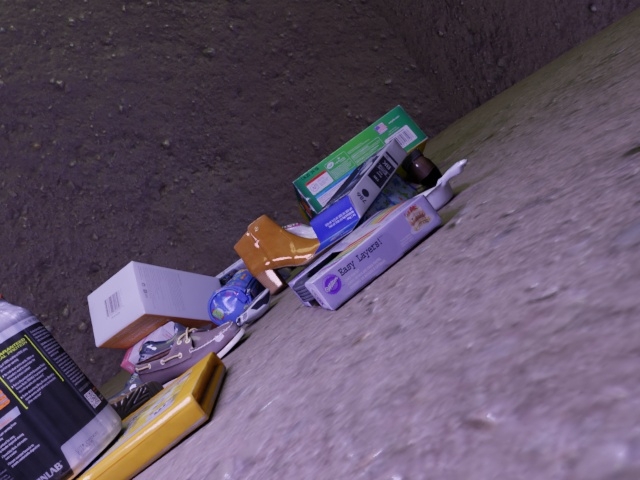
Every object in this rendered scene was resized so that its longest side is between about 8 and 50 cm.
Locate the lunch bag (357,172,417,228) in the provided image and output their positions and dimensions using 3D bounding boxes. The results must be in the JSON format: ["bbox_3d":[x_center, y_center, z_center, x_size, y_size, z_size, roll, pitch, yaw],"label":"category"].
[{"bbox_3d":[0.156,-0.080,1.451,0.151,0.096,0.129,-52,-1,40],"label":"lunch bag"}]

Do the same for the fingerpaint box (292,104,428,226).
[{"bbox_3d":[0.134,-0.219,2.012,0.444,0.163,0.371,-37,-13,-6],"label":"fingerpaint box"}]

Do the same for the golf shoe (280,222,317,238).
[{"bbox_3d":[0.000,0.000,1.767,0.306,0.140,0.115,-11,0,20],"label":"golf shoe"}]

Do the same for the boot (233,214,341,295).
[{"bbox_3d":[-0.098,-0.001,1.684,0.295,0.211,0.104,-37,-14,1],"label":"boot"}]

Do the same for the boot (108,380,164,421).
[{"bbox_3d":[-0.475,0.404,1.241,0.236,0.089,0.269,-23,-6,-45],"label":"boot"}]

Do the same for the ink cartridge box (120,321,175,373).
[{"bbox_3d":[-0.453,0.322,1.621,0.198,0.115,0.067,-35,26,25],"label":"ink cartridge box"}]

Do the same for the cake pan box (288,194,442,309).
[{"bbox_3d":[0.069,0.030,1.074,0.266,0.070,0.246,-38,3,-12],"label":"cake pan box"}]

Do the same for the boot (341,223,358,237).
[{"bbox_3d":[0.055,-0.037,1.565,0.137,0.077,0.198,-4,5,24],"label":"boot"}]

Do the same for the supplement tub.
[{"bbox_3d":[-0.487,0.242,0.910,0.193,0.316,0.193,-37,4,3],"label":"supplement tub"}]

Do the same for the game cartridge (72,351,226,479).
[{"bbox_3d":[-0.309,0.327,0.951,0.323,0.053,0.285,-36,4,-2],"label":"game cartridge"}]

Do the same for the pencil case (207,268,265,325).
[{"bbox_3d":[-0.237,0.164,1.690,0.133,0.119,0.306,-38,4,7],"label":"pencil case"}]

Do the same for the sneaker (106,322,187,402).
[{"bbox_3d":[-0.444,0.331,1.490,0.300,0.121,0.111,-37,4,-18],"label":"sneaker"}]

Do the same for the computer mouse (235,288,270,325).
[{"bbox_3d":[-0.177,0.193,1.453,0.106,0.042,0.193,-38,7,47],"label":"computer mouse"}]

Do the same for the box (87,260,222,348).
[{"bbox_3d":[-0.473,0.209,1.716,0.215,0.168,0.345,-34,-28,24],"label":"box"}]

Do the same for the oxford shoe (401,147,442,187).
[{"bbox_3d":[0.286,-0.175,1.558,0.083,0.096,0.227,-49,-17,13],"label":"oxford shoe"}]

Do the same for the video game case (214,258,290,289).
[{"bbox_3d":[-0.224,0.119,1.888,0.173,0.190,0.022,-34,50,26],"label":"video game case"}]

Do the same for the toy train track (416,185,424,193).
[{"bbox_3d":[0.279,-0.142,1.653,0.083,0.014,0.048,-32,-6,-37],"label":"toy train track"}]

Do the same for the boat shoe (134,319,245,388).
[{"bbox_3d":[-0.313,0.265,1.345,0.324,0.097,0.116,-34,5,28],"label":"boat shoe"}]

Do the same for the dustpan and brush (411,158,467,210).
[{"bbox_3d":[0.239,-0.101,1.179,0.147,0.060,0.211,-39,5,-37],"label":"dustpan and brush"}]

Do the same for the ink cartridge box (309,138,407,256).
[{"bbox_3d":[0.083,-0.110,1.397,0.165,0.065,0.333,-34,15,47],"label":"ink cartridge box"}]
